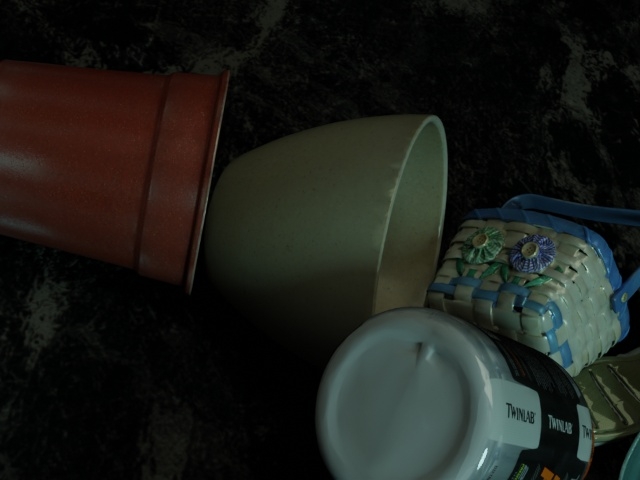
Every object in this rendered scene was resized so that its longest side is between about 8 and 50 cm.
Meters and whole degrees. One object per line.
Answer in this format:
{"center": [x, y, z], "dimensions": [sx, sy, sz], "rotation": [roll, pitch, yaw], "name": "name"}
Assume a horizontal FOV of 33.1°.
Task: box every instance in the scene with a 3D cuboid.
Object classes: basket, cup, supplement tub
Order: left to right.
{"center": [0.000, 0.000, 1.296], "dimensions": [0.236, 0.331, 0.331], "rotation": [9, 41, 17], "name": "cup"}
{"center": [0.160, 0.198, 1.150], "dimensions": [0.338, 0.207, 0.207], "rotation": [23, 32, -54], "name": "supplement tub"}
{"center": [0.297, 0.042, 1.399], "dimensions": [0.254, 0.201, 0.289], "rotation": [9, 38, 40], "name": "basket"}

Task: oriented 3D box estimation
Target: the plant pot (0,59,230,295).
{"center": [-0.260, -0.091, 1.271], "dimensions": [0.265, 0.272, 0.272], "rotation": [10, 46, -7], "name": "plant pot"}

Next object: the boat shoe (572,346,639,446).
{"center": [0.400, 0.204, 1.414], "dimensions": [0.302, 0.103, 0.113], "rotation": [-17, 63, -24], "name": "boat shoe"}

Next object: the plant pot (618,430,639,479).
{"center": [0.524, 0.325, 1.264], "dimensions": [0.196, 0.293, 0.293], "rotation": [21, 37, -46], "name": "plant pot"}
